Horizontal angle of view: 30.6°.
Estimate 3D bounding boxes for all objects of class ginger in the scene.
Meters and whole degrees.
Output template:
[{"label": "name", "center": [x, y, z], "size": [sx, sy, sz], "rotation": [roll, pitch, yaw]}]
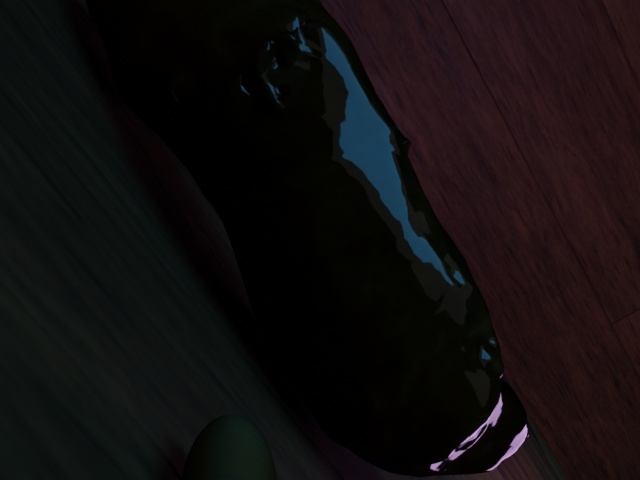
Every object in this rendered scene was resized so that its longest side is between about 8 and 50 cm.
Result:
[{"label": "ginger", "center": [0.002, -0.004, 0.537], "size": [0.309, 0.107, 0.133], "rotation": [58, -16, -6]}]

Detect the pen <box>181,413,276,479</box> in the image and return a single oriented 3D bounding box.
[{"label": "pen", "center": [-0.020, 0.099, 0.246], "size": [0.233, 0.032, 0.040], "rotation": [-98, 180, -73]}]
